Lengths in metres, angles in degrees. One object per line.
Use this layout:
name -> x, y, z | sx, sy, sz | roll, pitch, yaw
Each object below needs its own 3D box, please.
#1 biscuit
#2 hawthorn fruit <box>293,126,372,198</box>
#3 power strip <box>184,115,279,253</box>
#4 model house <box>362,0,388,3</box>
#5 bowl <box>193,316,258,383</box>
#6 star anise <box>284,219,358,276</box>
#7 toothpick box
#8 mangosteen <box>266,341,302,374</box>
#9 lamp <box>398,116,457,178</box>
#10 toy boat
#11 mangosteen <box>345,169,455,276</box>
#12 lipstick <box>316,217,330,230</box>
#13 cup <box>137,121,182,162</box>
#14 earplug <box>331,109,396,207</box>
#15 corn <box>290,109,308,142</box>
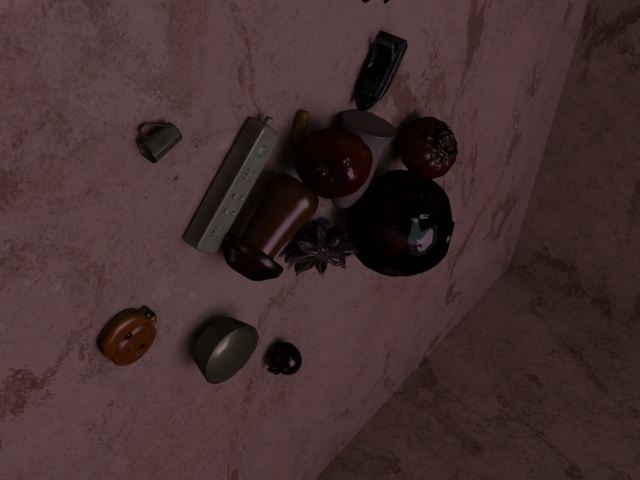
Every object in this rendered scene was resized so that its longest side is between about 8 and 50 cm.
biscuit -> -0.478, 0.246, 1.483 | 0.170, 0.050, 0.170 | -38, 146, -32
hawthorn fruit -> 0.032, -0.215, 1.601 | 0.215, 0.215, 0.250 | -66, 168, 14
power strip -> -0.220, -0.146, 1.486 | 0.385, 0.062, 0.091 | -60, 154, 5
model house -> 0.125, -0.691, 1.469 | 0.152, 0.106, 0.165 | -23, 101, -29
bowl -> -0.301, 0.317, 1.754 | 0.211, 0.112, 0.211 | -37, 144, -33
star anise -> 0.000, 0.017, 1.887 | 0.223, 0.108, 0.236 | 11, 139, -22
toothpick box -> -0.138, -0.030, 1.592 | 0.294, 0.192, 0.192 | -55, 151, -8
mangosteen -> -0.137, 0.438, 2.120 | 0.140, 0.140, 0.140 | -37, 145, -32
lamp -> 0.380, -0.328, 2.078 | 0.227, 0.227, 0.226 | -37, 145, -32
toy boat -> 0.169, -0.493, 1.707 | 0.103, 0.093, 0.246 | -2, 120, -64
mangosteen -> 0.289, -0.047, 2.034 | 0.381, 0.381, 0.421 | -55, 152, -5
lipstick -> 0.000, 0.000, 1.969 | 0.048, 0.048, 0.157 | -29, 141, -40
cup -> -0.350, -0.219, 1.246 | 0.083, 0.075, 0.054 | -47, -174, -24
earplug -> 0.101, -0.233, 1.810 | 0.172, 0.172, 0.301 | -22, 143, -46
corn -> -0.056, -0.313, 1.600 | 0.037, 0.037, 0.092 | -13, 124, -52
